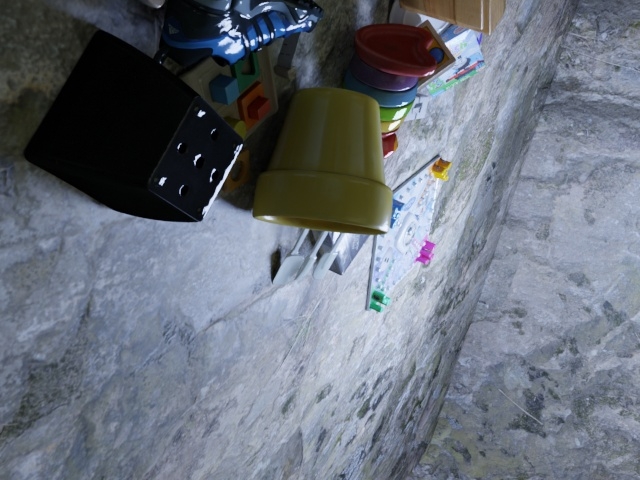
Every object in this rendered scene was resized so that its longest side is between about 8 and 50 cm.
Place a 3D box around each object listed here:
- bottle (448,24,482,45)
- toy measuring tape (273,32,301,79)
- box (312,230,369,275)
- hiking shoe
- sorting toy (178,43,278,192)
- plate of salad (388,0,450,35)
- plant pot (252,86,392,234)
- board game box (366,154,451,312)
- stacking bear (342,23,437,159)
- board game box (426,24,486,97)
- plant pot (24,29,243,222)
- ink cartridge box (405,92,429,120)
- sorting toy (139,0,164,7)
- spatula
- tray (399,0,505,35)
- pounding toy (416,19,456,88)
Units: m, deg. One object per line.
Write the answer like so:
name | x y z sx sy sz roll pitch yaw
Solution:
bottle | 0.332 -0.557 1.582 0.283 0.092 0.118 29 81 -64
toy measuring tape | 0.010 -0.429 1.062 0.121 0.122 0.329 -16 128 -58
box | 0.059 -0.052 1.513 0.183 0.056 0.231 -53 151 -23
hiking shoe | -0.113 -0.313 0.895 0.304 0.113 0.132 -21 153 -55
sorting toy | -0.132 -0.227 1.024 0.196 0.047 0.347 -48 149 -33
plate of salad | 0.234 -0.525 1.429 0.200 0.048 0.199 -22 146 -16
plant pot | 0.013 -0.142 1.171 0.254 0.254 0.238 12 84 -64
board game box | 0.275 -0.018 1.955 0.390 0.050 0.389 -39 142 -45
stacking bear | 0.122 -0.285 1.337 0.175 0.165 0.288 -85 -175 -46
board game box | 0.322 -0.454 1.604 0.160 0.039 0.211 -28 158 16
plant pot | -0.215 -0.125 0.815 0.187 0.167 0.188 -63 153 -9
ink cartridge box | 0.177 -0.317 1.474 0.135 0.099 0.056 -24 130 -56
sorting toy | -0.218 -0.427 0.655 0.257 0.090 0.255 -66 154 -4
spatula | 0.000 0.000 1.391 0.168 0.019 0.242 2 127 -44
tray | 0.213 -0.539 1.096 0.076 0.203 0.411 -58 156 -13
pounding toy | 0.204 -0.411 1.401 0.130 0.141 0.100 -35 -179 9
